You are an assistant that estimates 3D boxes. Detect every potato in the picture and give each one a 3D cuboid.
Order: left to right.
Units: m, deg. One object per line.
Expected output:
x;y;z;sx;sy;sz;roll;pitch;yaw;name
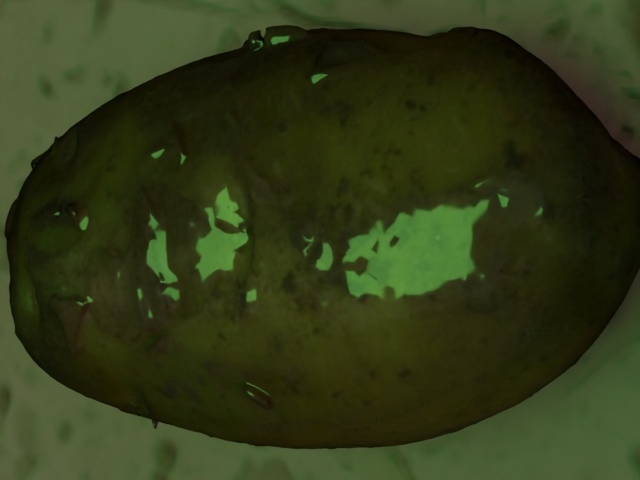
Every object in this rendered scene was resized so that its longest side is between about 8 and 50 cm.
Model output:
0.000;0.000;0.582;0.251;0.113;0.149;-10;82;20;potato
